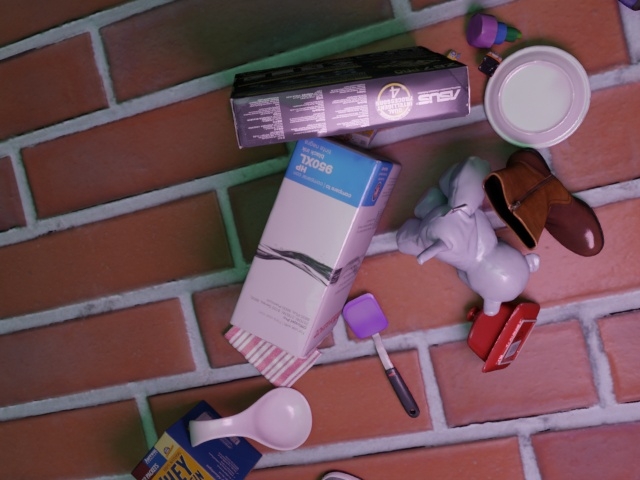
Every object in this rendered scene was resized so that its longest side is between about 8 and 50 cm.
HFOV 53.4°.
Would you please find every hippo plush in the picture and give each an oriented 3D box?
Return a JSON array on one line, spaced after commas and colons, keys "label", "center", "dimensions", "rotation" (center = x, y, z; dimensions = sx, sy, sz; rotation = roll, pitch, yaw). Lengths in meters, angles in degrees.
[{"label": "hippo plush", "center": [0.310, -0.007, 1.220], "dimensions": [0.236, 0.294, 0.234], "rotation": [36, 92, -7]}]

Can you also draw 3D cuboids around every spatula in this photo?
[{"label": "spatula", "center": [0.143, 0.259, 1.398], "dimensions": [0.084, 0.030, 0.296], "rotation": [-26, 89, 16]}]

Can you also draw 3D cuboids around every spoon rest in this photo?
[{"label": "spoon rest", "center": [-0.141, 0.400, 1.391], "dimensions": [0.276, 0.084, 0.137], "rotation": [-2, 73, -27]}]

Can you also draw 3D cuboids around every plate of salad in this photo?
[{"label": "plate of salad", "center": [0.429, -0.283, 1.264], "dimensions": [0.199, 0.048, 0.200], "rotation": [5, 103, 22]}]

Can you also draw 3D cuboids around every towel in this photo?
[{"label": "towel", "center": [-0.111, 0.241, 1.460], "dimensions": [0.197, 0.029, 0.144], "rotation": [44, 104, 6]}]

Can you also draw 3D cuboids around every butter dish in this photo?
[{"label": "butter dish", "center": [0.352, 0.175, 1.294], "dimensions": [0.118, 0.160, 0.160], "rotation": [32, 102, 32]}]

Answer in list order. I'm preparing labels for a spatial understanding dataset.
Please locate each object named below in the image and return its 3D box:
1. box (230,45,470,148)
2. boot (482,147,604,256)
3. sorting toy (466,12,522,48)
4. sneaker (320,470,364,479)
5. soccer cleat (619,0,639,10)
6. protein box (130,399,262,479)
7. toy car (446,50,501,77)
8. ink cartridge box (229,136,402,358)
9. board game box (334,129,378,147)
[{"label": "box", "center": [0.038, -0.275, 1.171], "dimensions": [0.394, 0.318, 0.097], "rotation": [-9, 111, -3]}, {"label": "boot", "center": [0.417, -0.044, 1.161], "dimensions": [0.096, 0.280, 0.264], "rotation": [-29, 93, 31]}, {"label": "sorting toy", "center": [0.373, -0.559, 1.240], "dimensions": [0.126, 0.127, 0.366], "rotation": [1, 100, -16]}, {"label": "sneaker", "center": [0.100, 0.643, 1.371], "dimensions": [0.295, 0.178, 0.124], "rotation": [39, 103, 8]}, {"label": "soccer cleat", "center": [0.658, -0.553, 1.159], "dimensions": [0.289, 0.093, 0.121], "rotation": [-44, 78, 13]}, {"label": "protein box", "center": [-0.272, 0.505, 1.437], "dimensions": [0.200, 0.201, 0.136], "rotation": [41, 104, 7]}, {"label": "toy car", "center": [0.308, -0.370, 1.270], "dimensions": [0.122, 0.060, 0.040], "rotation": [28, 71, 23]}, {"label": "ink cartridge box", "center": [0.000, 0.000, 1.275], "dimensions": [0.166, 0.285, 0.395], "rotation": [24, 100, 12]}, {"label": "board game box", "center": [0.045, -0.252, 1.334], "dimensions": [0.154, 0.103, 0.026], "rotation": [20, 133, 11]}]
